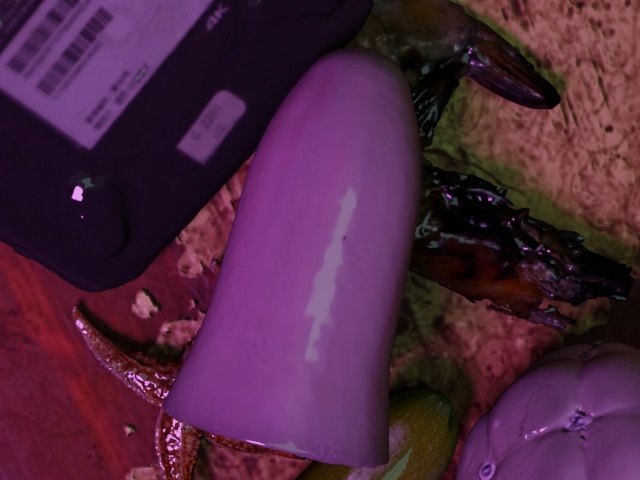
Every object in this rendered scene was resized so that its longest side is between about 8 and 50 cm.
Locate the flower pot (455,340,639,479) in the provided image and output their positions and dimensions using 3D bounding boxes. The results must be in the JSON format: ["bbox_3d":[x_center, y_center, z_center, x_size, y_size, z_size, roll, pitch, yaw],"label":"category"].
[{"bbox_3d":[0.241,0.204,0.902,0.246,0.246,0.195,46,77,-16],"label":"flower pot"}]

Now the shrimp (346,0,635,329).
[{"bbox_3d":[0.136,-0.072,0.929,0.365,0.071,0.233,24,84,-12],"label":"shrimp"}]

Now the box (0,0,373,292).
[{"bbox_3d":[-0.164,-0.170,0.765,0.359,0.091,0.350,-49,125,3],"label":"box"}]

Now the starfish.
[{"bbox_3d":[-0.102,0.124,0.888,0.238,0.057,0.213,24,82,-18],"label":"starfish"}]

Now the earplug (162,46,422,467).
[{"bbox_3d":[0.000,0.000,0.804,0.172,0.172,0.301,14,86,-17],"label":"earplug"}]

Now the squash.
[{"bbox_3d":[-0.022,0.267,0.906,0.379,0.101,0.101,-44,106,-11],"label":"squash"}]
